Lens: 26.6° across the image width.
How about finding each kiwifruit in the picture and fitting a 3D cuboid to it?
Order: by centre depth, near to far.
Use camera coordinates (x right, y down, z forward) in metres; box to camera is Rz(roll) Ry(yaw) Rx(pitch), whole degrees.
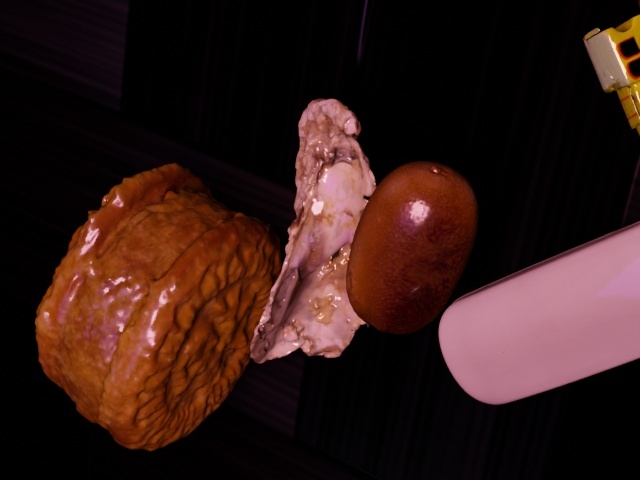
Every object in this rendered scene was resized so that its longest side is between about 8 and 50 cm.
[{"bbox_3d":[0.059,0.004,0.876,0.075,0.075,0.124,32,126,23],"label":"kiwifruit"}]

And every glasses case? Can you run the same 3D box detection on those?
[{"bbox_3d":[0.157,0.045,0.833,0.197,0.049,0.076,-27,89,37],"label":"glasses case"}]

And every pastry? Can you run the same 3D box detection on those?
[{"bbox_3d":[-0.108,0.047,0.943,0.103,0.189,0.188,30,120,21],"label":"pastry"}]

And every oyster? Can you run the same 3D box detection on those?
[{"bbox_3d":[0.001,0.003,0.929,0.061,0.106,0.199,44,113,47],"label":"oyster"}]

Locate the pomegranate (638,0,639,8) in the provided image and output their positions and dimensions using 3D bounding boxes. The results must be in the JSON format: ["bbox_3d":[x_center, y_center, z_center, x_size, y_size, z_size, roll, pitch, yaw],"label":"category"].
[{"bbox_3d":[0.260,-0.111,0.628,0.211,0.211,0.263,1,130,35],"label":"pomegranate"}]

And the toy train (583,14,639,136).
[{"bbox_3d":[0.229,-0.015,0.745,0.085,0.053,0.249,-25,89,-1],"label":"toy train"}]
